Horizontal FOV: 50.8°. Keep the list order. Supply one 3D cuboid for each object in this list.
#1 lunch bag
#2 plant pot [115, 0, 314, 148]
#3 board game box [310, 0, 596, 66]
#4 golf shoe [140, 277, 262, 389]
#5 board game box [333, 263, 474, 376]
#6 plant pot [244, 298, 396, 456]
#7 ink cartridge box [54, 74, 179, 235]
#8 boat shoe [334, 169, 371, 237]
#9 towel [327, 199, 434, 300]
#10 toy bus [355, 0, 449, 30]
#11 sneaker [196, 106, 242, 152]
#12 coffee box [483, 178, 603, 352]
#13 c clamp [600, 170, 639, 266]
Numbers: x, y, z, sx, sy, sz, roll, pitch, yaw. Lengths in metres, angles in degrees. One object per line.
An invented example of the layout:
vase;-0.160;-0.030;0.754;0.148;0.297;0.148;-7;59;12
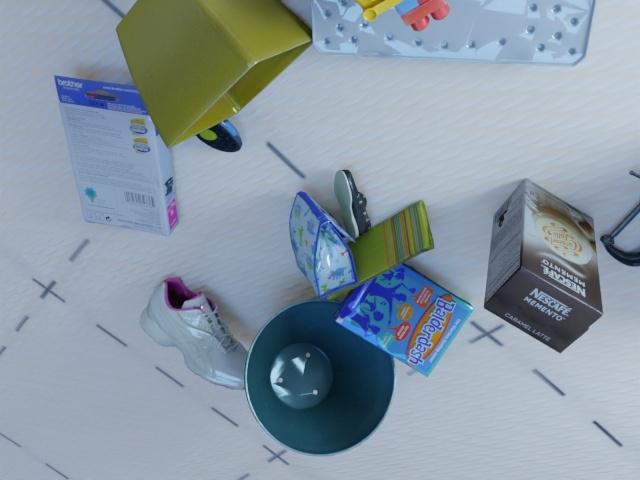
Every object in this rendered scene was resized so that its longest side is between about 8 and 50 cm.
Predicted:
lunch bag;0.000;0.000;1.195;0.096;0.129;0.151;-23;125;-12
plant pot;-0.170;-0.296;1.006;0.212;0.212;0.187;-33;97;34
board game box;0.174;-0.432;0.882;0.390;0.050;0.390;6;127;13
golf shoe;-0.243;0.195;1.415;0.306;0.115;0.140;31;118;12
board game box;0.154;0.134;1.261;0.210;0.047;0.160;31;97;-7
plant pot;-0.019;0.271;1.348;0.290;0.290;0.195;31;163;-6
ink cartridge box;-0.371;-0.159;1.252;0.186;0.065;0.311;10;130;11
boat shoe;0.057;-0.069;1.193;0.049;0.042;0.133;31;143;53
towel;0.100;0.021;1.212;0.237;0.102;0.021;-31;135;34
toy bus;0.114;-0.374;0.832;0.220;0.149;0.211;-27;127;29
sneaker;-0.205;-0.232;1.145;0.069;0.082;0.209;-17;139;39
coffee box;0.343;0.031;1.041;0.141;0.246;0.098;29;129;-5
c clamp;0.515;-0.028;1.090;0.137;0.022;0.160;21;127;-4
